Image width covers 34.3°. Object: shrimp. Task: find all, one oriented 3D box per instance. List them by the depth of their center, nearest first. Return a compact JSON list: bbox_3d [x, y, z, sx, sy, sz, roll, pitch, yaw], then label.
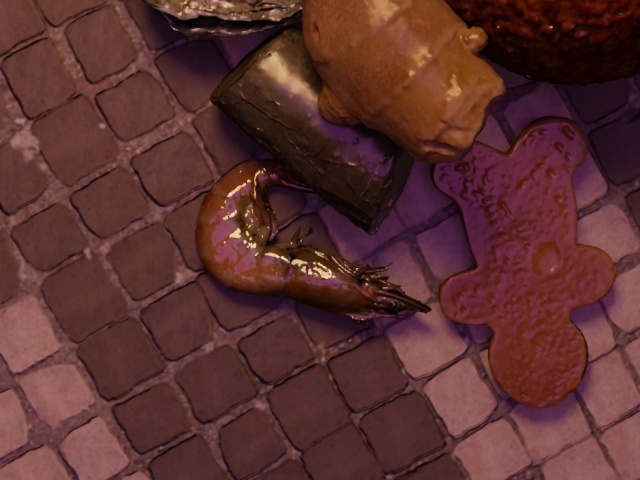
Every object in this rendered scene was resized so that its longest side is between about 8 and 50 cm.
[{"bbox_3d":[0.000,0.000,1.228,0.296,0.058,0.169,15,89,-2],"label":"shrimp"}]

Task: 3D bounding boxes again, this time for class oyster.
[{"bbox_3d":[-0.080,-0.321,1.150,0.267,0.112,0.198,-15,69,-9],"label":"oyster"}]

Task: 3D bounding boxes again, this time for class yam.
[{"bbox_3d":[0.007,-0.131,1.170,0.254,0.154,0.154,41,90,-4],"label":"yam"}]

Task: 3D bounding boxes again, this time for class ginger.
[{"bbox_3d":[0.053,-0.234,1.047,0.190,0.126,0.354,-25,86,31],"label":"ginger"}]

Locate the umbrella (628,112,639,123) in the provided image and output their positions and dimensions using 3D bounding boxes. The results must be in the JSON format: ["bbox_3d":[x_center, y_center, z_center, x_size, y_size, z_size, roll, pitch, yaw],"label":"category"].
[{"bbox_3d":[0.427,-0.177,1.268,0.122,0.013,0.022,-28,116,-3],"label":"umbrella"}]

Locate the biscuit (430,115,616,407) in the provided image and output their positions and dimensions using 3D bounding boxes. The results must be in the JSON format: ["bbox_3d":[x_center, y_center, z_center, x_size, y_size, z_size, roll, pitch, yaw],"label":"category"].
[{"bbox_3d":[0.241,0.033,1.249,0.216,0.047,0.340,-14,96,-1],"label":"biscuit"}]

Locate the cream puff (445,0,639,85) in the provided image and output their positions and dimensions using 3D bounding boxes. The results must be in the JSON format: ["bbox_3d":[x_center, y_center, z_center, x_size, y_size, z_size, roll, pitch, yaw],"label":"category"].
[{"bbox_3d":[0.226,-0.300,1.088,0.228,0.350,0.350,-38,95,-8],"label":"cream puff"}]
